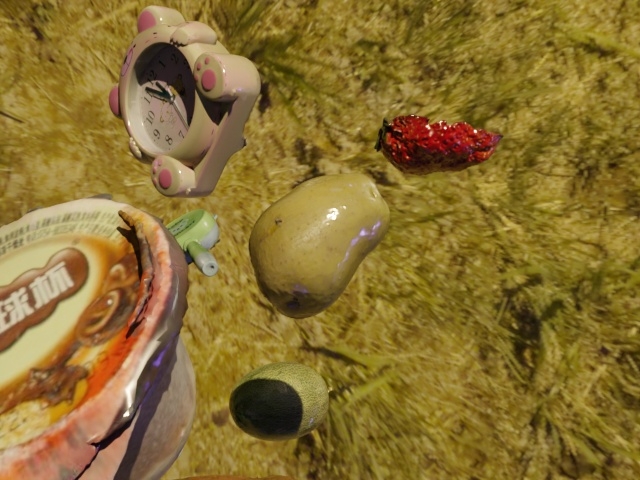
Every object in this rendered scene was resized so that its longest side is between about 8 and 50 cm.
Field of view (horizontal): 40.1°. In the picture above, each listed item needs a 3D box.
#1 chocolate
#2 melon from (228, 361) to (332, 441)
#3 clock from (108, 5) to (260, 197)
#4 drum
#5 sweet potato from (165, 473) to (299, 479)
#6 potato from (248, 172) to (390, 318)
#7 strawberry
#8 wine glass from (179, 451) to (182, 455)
[{"bbox_3d":[-0.143,0.091,0.523,0.221,0.221,0.147,-35,129,-5],"label":"chocolate"},{"bbox_3d":[-0.063,0.277,1.516,0.192,0.139,0.139,-5,94,-29],"label":"melon"},{"bbox_3d":[-0.260,-0.258,1.583,0.114,0.309,0.284,-5,132,-47],"label":"clock"},{"bbox_3d":[-0.187,0.002,1.400,0.130,0.253,0.049,-42,114,-23],"label":"drum"},{"bbox_3d":[-0.050,0.280,0.930,0.067,0.281,0.059,-8,90,-50],"label":"sweet potato"},{"bbox_3d":[0.000,0.000,1.098,0.194,0.157,0.157,-35,98,6],"label":"potato"},{"bbox_3d":[0.170,-0.135,1.268,0.187,0.146,0.082,2,93,16],"label":"strawberry"},{"bbox_3d":[-0.249,0.257,1.346,0.092,0.093,0.202,3,132,-9],"label":"wine glass"}]
